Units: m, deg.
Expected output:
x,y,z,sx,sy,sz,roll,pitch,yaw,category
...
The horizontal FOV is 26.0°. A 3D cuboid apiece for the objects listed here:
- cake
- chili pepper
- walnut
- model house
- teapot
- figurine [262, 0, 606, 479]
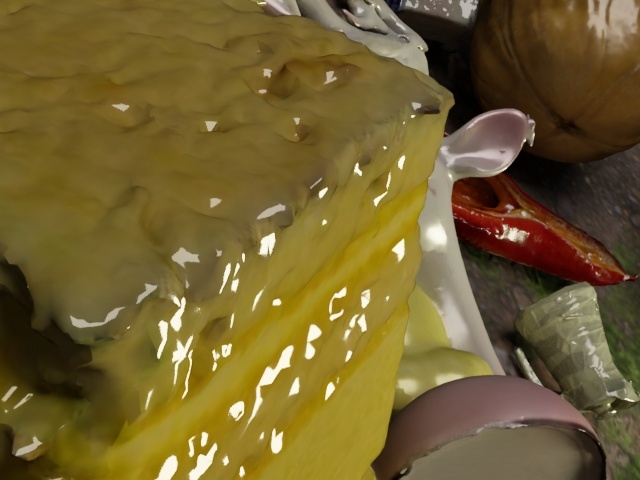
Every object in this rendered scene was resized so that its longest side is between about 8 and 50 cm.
x,y,z,sx,sy,sz,roll,pitch,yaw,category
-0.110,0.061,0.500,0.222,0.286,0.227,23,36,22,cake
0.099,-0.027,0.909,0.268,0.050,0.059,26,63,-23,chili pepper
0.188,-0.145,1.002,0.165,0.165,0.197,28,43,-20,walnut
0.064,-0.198,1.018,0.100,0.088,0.101,10,79,-5,model house
0.161,0.076,0.875,0.067,0.057,0.083,-24,73,-10,teapot
0.012,-0.007,0.709,0.284,0.206,0.316,19,39,-43,figurine
